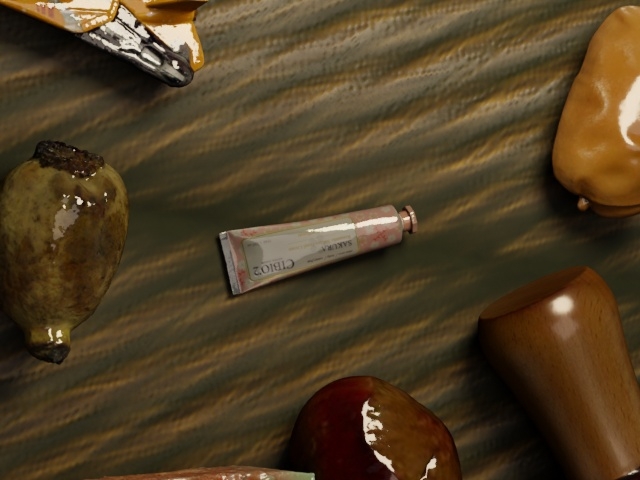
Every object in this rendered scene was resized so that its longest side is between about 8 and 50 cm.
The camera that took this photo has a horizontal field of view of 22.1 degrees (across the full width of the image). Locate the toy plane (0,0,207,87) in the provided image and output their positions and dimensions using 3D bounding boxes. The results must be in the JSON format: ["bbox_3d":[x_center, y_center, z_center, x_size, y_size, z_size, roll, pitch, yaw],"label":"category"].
[{"bbox_3d":[-0.267,-0.255,1.599,0.316,0.103,0.204,0,89,-14],"label":"toy plane"}]

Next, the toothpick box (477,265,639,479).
[{"bbox_3d":[0.292,0.185,1.767,0.192,0.192,0.294,-27,95,-18],"label":"toothpick box"}]

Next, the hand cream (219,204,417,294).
[{"bbox_3d":[0.000,0.000,1.730,0.210,0.043,0.067,-14,96,-14],"label":"hand cream"}]

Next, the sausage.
[{"bbox_3d":[0.340,-0.140,1.809,0.136,0.120,0.241,18,81,13],"label":"sausage"}]

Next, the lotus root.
[{"bbox_3d":[-0.259,0.010,1.587,0.138,0.138,0.214,11,88,-20],"label":"lotus root"}]

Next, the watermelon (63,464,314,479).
[{"bbox_3d":[-0.147,0.300,1.602,0.257,0.140,0.193,18,76,-34],"label":"watermelon"}]

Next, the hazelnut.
[{"bbox_3d":[0.054,0.239,1.697,0.178,0.178,0.204,-37,98,-16],"label":"hazelnut"}]
